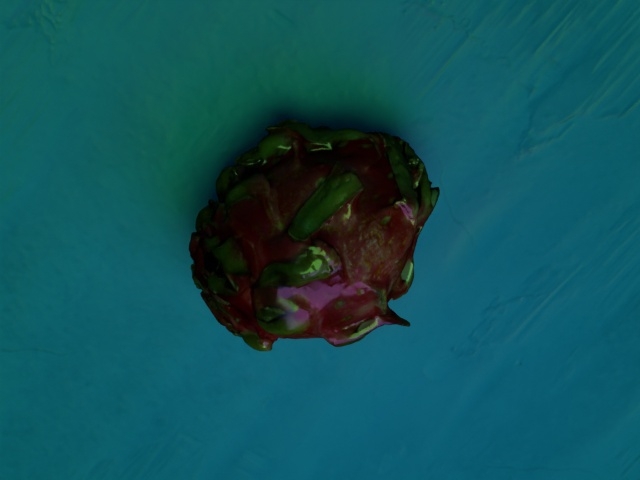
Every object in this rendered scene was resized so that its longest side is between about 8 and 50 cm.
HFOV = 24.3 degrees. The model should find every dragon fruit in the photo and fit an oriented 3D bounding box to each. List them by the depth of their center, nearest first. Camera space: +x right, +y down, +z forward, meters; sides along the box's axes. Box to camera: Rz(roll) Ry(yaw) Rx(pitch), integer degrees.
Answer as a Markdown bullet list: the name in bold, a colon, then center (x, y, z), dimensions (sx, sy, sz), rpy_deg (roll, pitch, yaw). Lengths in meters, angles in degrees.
- **dragon fruit**: center (-0.006, -0.007, 1.710), dimensions (0.303, 0.237, 0.231), rpy_deg (-43, 138, 2)
